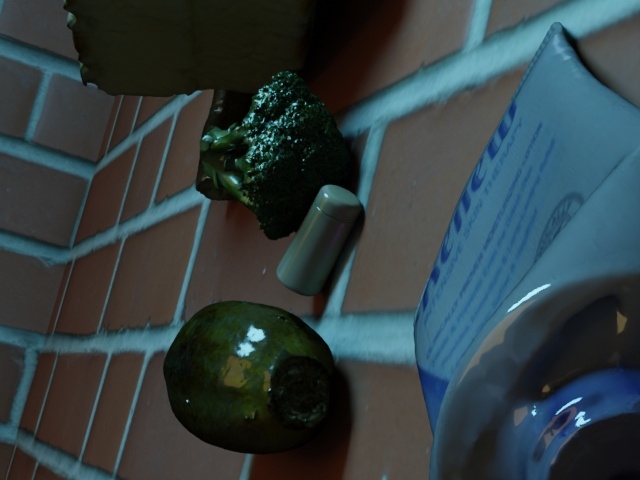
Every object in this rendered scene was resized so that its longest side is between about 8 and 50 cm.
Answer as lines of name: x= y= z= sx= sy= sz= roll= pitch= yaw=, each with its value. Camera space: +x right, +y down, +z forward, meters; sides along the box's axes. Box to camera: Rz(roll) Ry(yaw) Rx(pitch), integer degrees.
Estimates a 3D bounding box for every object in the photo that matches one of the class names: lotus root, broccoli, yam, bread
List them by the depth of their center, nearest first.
lotus root: x=-0.063 y=0.114 z=0.999 sx=0.241 sy=0.123 sz=0.123 roll=172 pitch=105 yaw=-72
broccoli: x=-0.037 y=-0.070 z=1.094 sx=0.162 sy=0.138 sz=0.145 roll=59 pitch=-136 yaw=-62
bread: x=-0.117 y=-0.374 z=1.240 sx=0.371 sy=0.280 sz=0.389 roll=96 pitch=-178 yaw=-67
yam: x=-0.113 y=-0.167 z=1.495 sx=0.061 sy=0.061 sz=0.252 roll=134 pitch=149 yaw=-54

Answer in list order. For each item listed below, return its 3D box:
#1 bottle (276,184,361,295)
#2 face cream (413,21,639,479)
bottle: x=0.000 y=0.000 z=1.042 sx=0.096 sy=0.045 sz=0.045 roll=-62 pitch=21 yaw=23
face cream: x=0.117 y=0.026 z=0.624 sx=0.420 sy=0.137 sz=0.234 roll=-91 pitch=22 yaw=-71
